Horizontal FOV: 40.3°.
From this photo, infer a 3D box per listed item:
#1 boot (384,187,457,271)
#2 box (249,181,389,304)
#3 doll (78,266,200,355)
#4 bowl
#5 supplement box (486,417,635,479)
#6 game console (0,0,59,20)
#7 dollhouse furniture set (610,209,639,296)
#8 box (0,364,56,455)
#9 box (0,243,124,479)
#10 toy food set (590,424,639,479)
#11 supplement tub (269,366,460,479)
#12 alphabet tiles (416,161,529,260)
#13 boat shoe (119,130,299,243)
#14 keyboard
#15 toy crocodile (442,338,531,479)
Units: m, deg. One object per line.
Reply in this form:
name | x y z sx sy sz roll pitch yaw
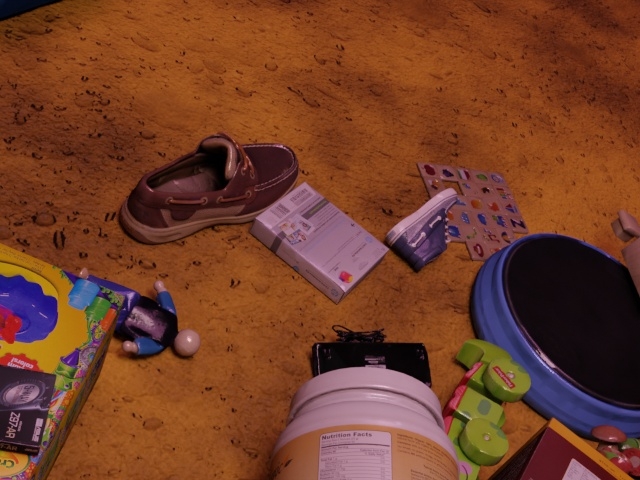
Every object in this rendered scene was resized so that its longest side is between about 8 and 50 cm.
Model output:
boot | 0.197 -0.018 1.523 0.190 0.069 0.086 -35 78 -36
box | 0.000 0.000 1.414 0.186 0.038 0.145 38 44 11
doll | -0.247 0.100 1.182 0.189 0.046 0.129 27 44 -1
bowl | 0.442 0.147 1.472 0.391 0.077 0.391 16 44 -16
supplement box | 0.261 0.367 1.088 0.129 0.191 0.194 38 43 10
game console | -0.519 -0.502 1.531 0.293 0.250 0.173 -40 101 -45
dollhouse furniture set | 0.715 0.096 1.521 0.303 0.174 0.356 25 39 -30
box | -0.300 0.164 0.854 0.067 0.018 0.083 14 46 -14
box | -0.413 0.151 0.952 0.290 0.177 0.279 23 44 -6
toy food set | 0.450 0.311 1.262 0.217 0.071 0.128 6 4 -10
supplement tub | 0.049 0.327 0.988 0.228 0.228 0.316 17 44 -13
alphabet tiles | 0.299 -0.052 1.643 0.198 0.009 0.237 5 48 -24
boat shoe | -0.153 -0.102 1.367 0.342 0.123 0.123 -21 61 -40
keyboard | 0.073 0.179 1.297 0.192 0.038 0.100 4 71 -26
toy crocodile | 0.209 0.257 1.225 0.105 0.115 0.340 29 40 8
